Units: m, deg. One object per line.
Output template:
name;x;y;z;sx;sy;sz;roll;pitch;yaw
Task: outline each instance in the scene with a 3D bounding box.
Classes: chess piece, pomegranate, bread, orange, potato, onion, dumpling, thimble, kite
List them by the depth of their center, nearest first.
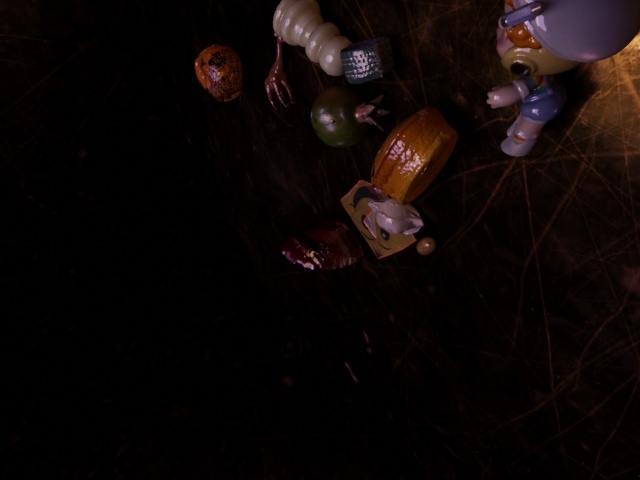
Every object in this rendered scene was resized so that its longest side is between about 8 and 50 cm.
bread;0.227;-0.208;1.113;0.142;0.195;0.270;43;155;15
thimble;0.121;-0.463;1.139;0.135;0.118;0.090;8;129;42
chess piece;-0.004;-0.572;1.261;0.251;0.144;0.144;48;153;16
pomegranate;0.084;-0.360;1.277;0.224;0.181;0.181;1;119;39
potato;0.321;0.016;1.350;0.051;0.040;0.083;50;157;3
dumpling;0.231;-0.065;1.371;0.188;0.108;0.127;19;151;24
kite;0.194;-0.057;1.553;0.377;0.013;0.327;34;145;41
onion;0.000;0.000;1.715;0.314;0.280;0.146;36;131;43
orange;-0.416;-0.700;1.862;0.234;0.182;0.234;30;135;35

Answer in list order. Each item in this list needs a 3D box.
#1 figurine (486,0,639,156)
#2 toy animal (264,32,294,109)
figurine;0.397;-0.319;0.748;0.205;0.224;0.382;22;165;24
toy animal;-0.147;-0.597;1.585;0.224;0.066;0.230;7;117;61
